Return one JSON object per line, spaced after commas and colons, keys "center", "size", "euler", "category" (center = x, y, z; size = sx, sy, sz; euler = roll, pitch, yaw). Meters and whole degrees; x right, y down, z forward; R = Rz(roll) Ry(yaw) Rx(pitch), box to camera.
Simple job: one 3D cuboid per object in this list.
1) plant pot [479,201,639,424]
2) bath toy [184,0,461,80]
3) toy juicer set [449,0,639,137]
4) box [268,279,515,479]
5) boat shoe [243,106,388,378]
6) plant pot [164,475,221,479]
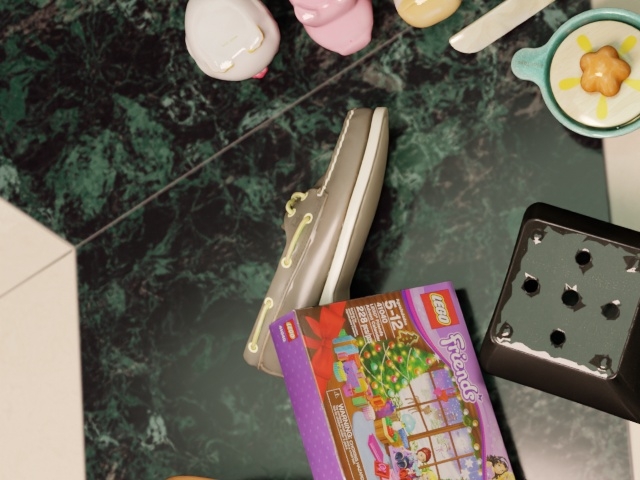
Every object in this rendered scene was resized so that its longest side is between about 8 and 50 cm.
{"center": [0.257, 0.065, 1.707], "size": [0.188, 0.167, 0.187], "euler": [18, 89, 16], "category": "plant pot"}
{"center": [0.025, -0.267, 1.840], "size": [0.348, 0.129, 0.151], "euler": [-25, 96, 12], "category": "bath toy"}
{"center": [0.311, -0.199, 1.765], "size": [0.329, 0.089, 0.209], "euler": [38, 94, 18], "category": "toy juicer set"}
{"center": [0.083, 0.197, 1.729], "size": [0.057, 0.201, 0.293], "euler": [-32, 71, 53], "category": "box"}
{"center": [-0.001, 0.000, 1.819], "size": [0.091, 0.109, 0.305], "euler": [16, 91, 13], "category": "boat shoe"}
{"center": [-0.093, 0.360, 1.726], "size": [0.291, 0.291, 0.203], "euler": [10, 70, 17], "category": "plant pot"}
